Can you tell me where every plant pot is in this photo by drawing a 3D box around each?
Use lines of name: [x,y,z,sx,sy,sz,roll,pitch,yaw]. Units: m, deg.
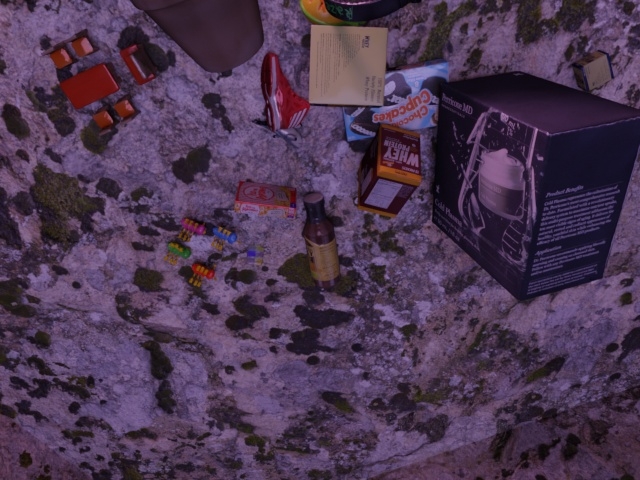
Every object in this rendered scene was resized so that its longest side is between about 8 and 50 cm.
plant pot: [-0.285,-0.594,1.231,0.323,0.323,0.280,-19,137,8]

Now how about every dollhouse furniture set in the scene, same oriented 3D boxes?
dollhouse furniture set: [-0.601,-0.453,1.374,0.259,0.135,0.262,-21,121,10]

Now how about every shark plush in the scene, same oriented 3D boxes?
shark plush: [-0.131,-0.333,1.527,0.161,0.073,0.067,10,151,-15]

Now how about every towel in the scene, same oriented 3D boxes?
towel: [-0.238,0.055,1.785,0.060,0.009,0.083,8,121,-7]

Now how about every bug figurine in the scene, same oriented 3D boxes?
bug figurine: [-0.417,0.024,1.720,0.216,0.072,0.279,30,121,-13]

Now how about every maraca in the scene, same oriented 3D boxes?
maraca: [0.034,-0.625,1.320,0.185,0.127,0.099,6,162,-14]

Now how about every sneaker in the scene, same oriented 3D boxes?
sneaker: [-0.102,-0.443,1.460,0.128,0.087,0.221,-12,117,-25]

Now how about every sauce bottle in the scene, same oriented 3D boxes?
sauce bottle: [0.000,0.000,1.709,0.111,0.111,0.344,-8,120,2]

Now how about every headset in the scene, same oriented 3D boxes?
headset: [0.188,-0.662,1.230,0.394,0.243,0.185,-39,144,-8]

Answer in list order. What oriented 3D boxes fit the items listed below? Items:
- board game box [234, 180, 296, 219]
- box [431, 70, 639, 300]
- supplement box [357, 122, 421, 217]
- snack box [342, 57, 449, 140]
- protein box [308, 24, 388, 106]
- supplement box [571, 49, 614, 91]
board game box: [-0.176,-0.132,1.592,0.193,0.147,0.045,6,122,-7]
box: [0.563,-0.176,1.383,0.297,0.480,0.472,-12,122,-14]
supplement box: [0.208,-0.211,1.502,0.129,0.191,0.194,13,147,-11]
snack box: [0.225,-0.423,1.484,0.321,0.060,0.187,-10,122,3]
protein box: [0.073,-0.470,1.347,0.201,0.136,0.200,2,103,0]
supplement box: [0.814,-0.507,1.466,0.083,0.056,0.083,-27,120,13]
